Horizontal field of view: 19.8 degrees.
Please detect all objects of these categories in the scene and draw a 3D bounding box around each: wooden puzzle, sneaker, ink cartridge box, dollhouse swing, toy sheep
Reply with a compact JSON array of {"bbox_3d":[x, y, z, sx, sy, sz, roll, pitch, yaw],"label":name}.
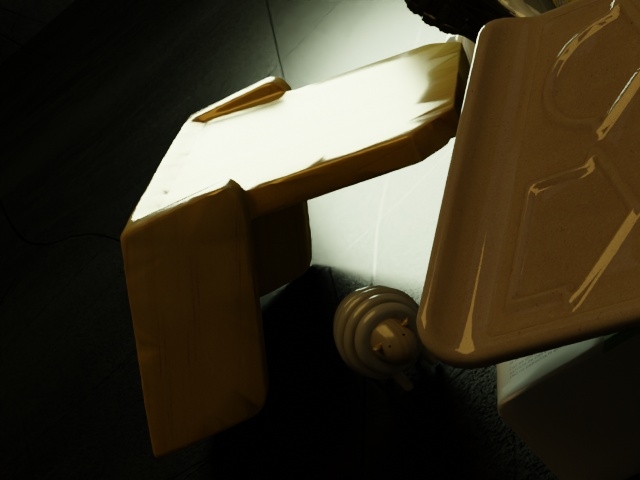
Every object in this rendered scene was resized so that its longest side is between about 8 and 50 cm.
[{"bbox_3d":[0.251,-0.066,1.242,0.348,0.080,0.322,-14,46,34],"label":"wooden puzzle"},{"bbox_3d":[0.192,-0.196,1.702,0.108,0.271,0.100,-28,-19,-43],"label":"sneaker"},{"bbox_3d":[0.237,0.031,1.365,0.198,0.115,0.273,-33,25,23],"label":"ink cartridge box"},{"bbox_3d":[0.000,0.000,1.761,0.305,0.315,0.347,-4,20,7],"label":"dollhouse swing"},{"bbox_3d":[0.053,0.082,1.624,0.091,0.091,0.132,-46,22,-9],"label":"toy sheep"}]

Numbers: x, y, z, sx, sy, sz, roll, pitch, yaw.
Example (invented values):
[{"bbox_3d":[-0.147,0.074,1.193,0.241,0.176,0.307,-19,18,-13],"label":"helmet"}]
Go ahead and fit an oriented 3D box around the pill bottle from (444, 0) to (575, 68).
[{"bbox_3d":[0.227,-0.208,1.818,0.215,0.117,0.117,-20,31,44],"label":"pill bottle"}]
